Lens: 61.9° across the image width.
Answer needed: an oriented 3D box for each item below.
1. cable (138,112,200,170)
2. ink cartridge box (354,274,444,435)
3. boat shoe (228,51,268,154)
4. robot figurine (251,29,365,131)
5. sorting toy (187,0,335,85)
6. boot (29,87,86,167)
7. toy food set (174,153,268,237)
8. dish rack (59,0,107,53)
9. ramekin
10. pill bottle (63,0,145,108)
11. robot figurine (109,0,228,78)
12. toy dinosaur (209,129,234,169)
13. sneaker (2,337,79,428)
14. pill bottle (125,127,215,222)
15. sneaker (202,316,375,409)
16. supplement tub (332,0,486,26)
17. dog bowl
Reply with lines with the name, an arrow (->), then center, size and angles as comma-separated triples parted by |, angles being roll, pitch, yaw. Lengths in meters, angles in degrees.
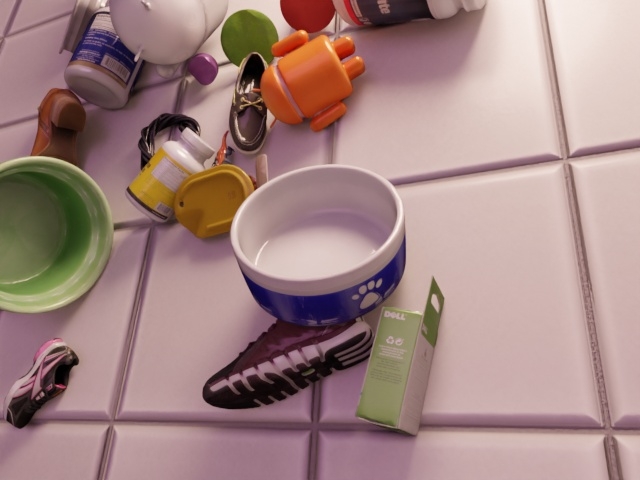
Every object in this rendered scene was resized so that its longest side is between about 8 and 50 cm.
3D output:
cable -> -0.333, -0.218, 1.182 | 0.150, 0.047, 0.185 | -16, 60, 17
ink cartridge box -> 0.118, 0.159, 0.751 | 0.062, 0.109, 0.209 | 7, 69, 27
boat shoe -> -0.146, -0.285, 1.100 | 0.081, 0.069, 0.228 | 3, 64, -8
robot figurine -> -0.024, -0.310, 1.035 | 0.219, 0.158, 0.128 | -28, 41, 11
sorting toy -> -0.135, -0.475, 1.203 | 0.365, 0.127, 0.126 | -27, 28, 14
boot -> -0.678, -0.243, 1.323 | 0.220, 0.109, 0.283 | 35, 107, 47
toy food set -> -0.176, -0.078, 1.036 | 0.217, 0.071, 0.128 | -13, 85, 21
dish rack -> -0.618, -0.687, 1.472 | 0.285, 0.072, 0.333 | -26, 51, 52
ramekin -> -0.588, -0.017, 1.059 | 0.148, 0.303, 0.303 | 9, 70, 36
pill bottle -> -0.512, -0.476, 1.327 | 0.153, 0.153, 0.265 | 5, 67, 27
robot figurine -> -0.324, -0.512, 1.164 | 0.199, 0.300, 0.353 | 11, 40, 2
toy dinosaur -> -0.207, -0.171, 1.086 | 0.047, 0.090, 0.082 | -8, 18, 11
sneaker -> -0.531, 0.281, 1.021 | 0.077, 0.072, 0.178 | 24, 83, 21
pill bottle -> -0.300, -0.134, 1.082 | 0.184, 0.103, 0.103 | -49, 56, 3
sneaker -> -0.061, 0.154, 0.855 | 0.281, 0.106, 0.163 | -22, 51, 4
supplement tub -> 0.168, -0.514, 1.007 | 0.272, 0.191, 0.191 | 7, 69, 28
dog bowl -> 0.000, 0.000, 0.830 | 0.264, 0.104, 0.265 | -7, 42, 6
